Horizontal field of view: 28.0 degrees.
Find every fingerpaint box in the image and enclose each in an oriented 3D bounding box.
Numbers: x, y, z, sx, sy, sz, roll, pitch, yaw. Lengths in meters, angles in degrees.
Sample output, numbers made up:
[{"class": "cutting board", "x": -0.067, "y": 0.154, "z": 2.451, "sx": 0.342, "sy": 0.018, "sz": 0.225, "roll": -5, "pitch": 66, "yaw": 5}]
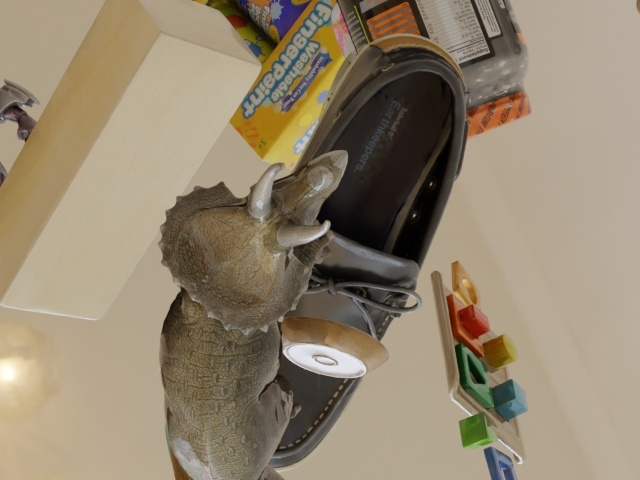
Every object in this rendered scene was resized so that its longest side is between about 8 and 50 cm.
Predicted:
[{"class": "fingerpaint box", "x": -0.034, "y": -0.408, "z": 2.297, "sx": 0.445, "sy": 0.163, "sz": 0.371, "roll": -50, "pitch": -121, "yaw": 16}]

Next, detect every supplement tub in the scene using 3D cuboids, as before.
[{"class": "supplement tub", "x": 0.128, "y": -0.270, "z": 1.531, "sx": 0.194, "sy": 0.194, "sz": 0.315, "roll": -17, "pitch": -86, "yaw": 58}]

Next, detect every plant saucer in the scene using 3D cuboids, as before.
[{"class": "plant saucer", "x": 0.005, "y": 0.076, "z": 0.877, "sx": 0.083, "sy": 0.083, "sz": 0.015, "roll": -27, "pitch": -138, "yaw": 57}]

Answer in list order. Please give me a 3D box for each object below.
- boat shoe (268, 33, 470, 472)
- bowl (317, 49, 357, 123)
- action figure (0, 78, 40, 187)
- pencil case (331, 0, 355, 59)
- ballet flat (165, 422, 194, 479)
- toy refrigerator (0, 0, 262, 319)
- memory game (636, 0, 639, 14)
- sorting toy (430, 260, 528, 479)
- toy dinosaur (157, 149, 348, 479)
[{"class": "boat shoe", "x": 0.017, "y": 0.018, "z": 1.349, "sx": 0.500, "sy": 0.187, "sz": 0.156, "roll": -65, "pitch": -170, "yaw": 5}, {"class": "bowl", "x": 0.057, "y": -0.156, "z": 1.663, "sx": 0.080, "sy": 0.170, "sz": 0.170, "roll": 19, "pitch": -62, "yaw": 11}, {"class": "action figure", "x": -0.342, "y": -0.065, "z": 1.250, "sx": 0.099, "sy": 0.185, "sz": 0.285, "roll": 38, "pitch": -21, "yaw": 28}, {"class": "pencil case", "x": 0.109, "y": -0.252, "z": 1.871, "sx": 0.124, "sy": 0.114, "sz": 0.273, "roll": -39, "pitch": -125, "yaw": 32}, {"class": "ballet flat", "x": -0.159, "y": 0.422, "z": 2.016, "sx": 0.124, "sy": 0.116, "sz": 0.342, "roll": -8, "pitch": -92, "yaw": 34}, {"class": "toy refrigerator", "x": -0.170, "y": -0.069, "z": 1.033, "sx": 0.269, "sy": 0.102, "sz": 0.094, "roll": -55, "pitch": -133, "yaw": 23}, {"class": "memory game", "x": 0.442, "y": -0.350, "z": 1.550, "sx": 0.186, "sy": 0.012, "sz": 0.186, "roll": 4, "pitch": -80, "yaw": 25}, {"class": "sorting toy", "x": 0.199, "y": 0.146, "z": 1.531, "sx": 0.047, "sy": 0.196, "sz": 0.347, "roll": -25, "pitch": -137, "yaw": 20}, {"class": "toy dinosaur", "x": -0.056, "y": 0.074, "z": 0.779, "sx": 0.160, "sy": 0.121, "sz": 0.313, "roll": -52, "pitch": 154, "yaw": -67}]
